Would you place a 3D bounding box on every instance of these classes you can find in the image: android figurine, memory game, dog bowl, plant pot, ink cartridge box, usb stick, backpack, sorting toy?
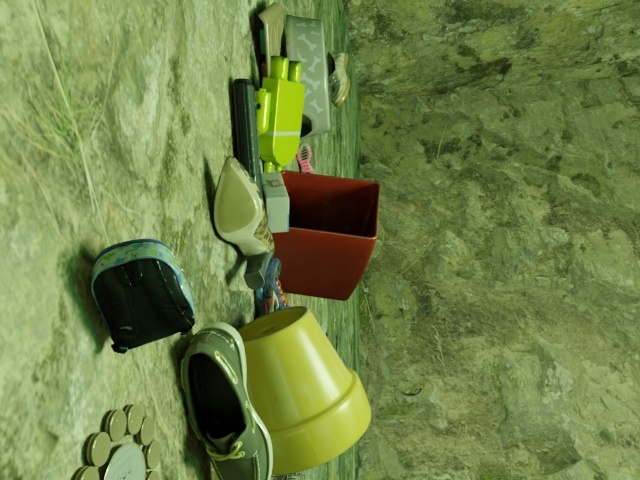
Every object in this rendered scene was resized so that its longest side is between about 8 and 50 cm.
[{"bbox_3d":[-0.097,-0.296,1.328,0.248,0.056,0.273,-33,133,-67],"label":"android figurine"},{"bbox_3d":[-0.235,0.289,0.652,0.186,0.012,0.186,-3,90,-80],"label":"memory game"},{"bbox_3d":[-0.031,-0.464,1.578,0.349,0.102,0.349,-5,90,-88],"label":"dog bowl"},{"bbox_3d":[-0.058,0.266,1.055,0.254,0.254,0.239,-52,122,-74],"label":"plant pot"},{"bbox_3d":[-0.104,-0.086,1.226,0.122,0.052,0.089,-109,-162,-55],"label":"ink cartridge box"},{"bbox_3d":[-0.149,-0.191,1.148,0.077,0.045,0.278,-31,117,-80],"label":"usb stick"},{"bbox_3d":[-0.206,0.054,0.636,0.084,0.105,0.114,-117,-167,-55],"label":"backpack"},{"bbox_3d":[0.000,0.000,1.404,0.267,0.267,0.236,-77,175,-55],"label":"plant pot"},{"bbox_3d":[-0.119,-0.473,1.385,0.193,0.038,0.208,-76,164,-57],"label":"sorting toy"}]

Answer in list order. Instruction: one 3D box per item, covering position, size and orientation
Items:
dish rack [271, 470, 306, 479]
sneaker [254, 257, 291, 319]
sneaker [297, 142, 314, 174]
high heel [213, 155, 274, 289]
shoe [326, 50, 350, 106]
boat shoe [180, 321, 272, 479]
[{"bbox_3d":[-0.074,0.515,1.318,0.208,0.074,0.272,69,22,-56],"label":"dish rack"},{"bbox_3d":[-0.097,0.147,1.228,0.083,0.087,0.221,53,36,-73],"label":"sneaker"},{"bbox_3d":[-0.051,-0.255,1.732,0.057,0.047,0.119,-107,-171,-57],"label":"sneaker"},{"bbox_3d":[-0.145,-0.057,1.072,0.186,0.093,0.261,-93,175,-65],"label":"high heel"},{"bbox_3d":[0.043,-0.465,1.578,0.076,0.058,0.219,-47,-149,46],"label":"shoe"},{"bbox_3d":[-0.151,0.285,0.864,0.091,0.109,0.305,-51,131,-74],"label":"boat shoe"}]
